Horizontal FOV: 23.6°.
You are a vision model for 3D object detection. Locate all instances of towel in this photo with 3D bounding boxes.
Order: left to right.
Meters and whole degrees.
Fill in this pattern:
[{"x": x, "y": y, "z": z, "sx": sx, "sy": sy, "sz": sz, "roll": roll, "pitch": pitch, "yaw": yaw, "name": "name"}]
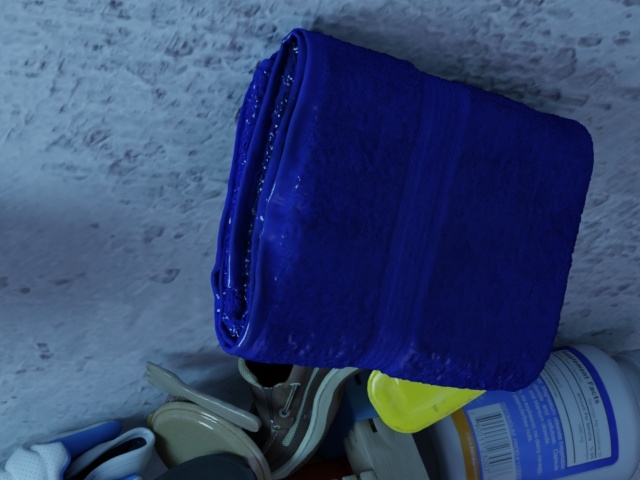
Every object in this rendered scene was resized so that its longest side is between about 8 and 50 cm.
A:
[{"x": 0.062, "y": -0.012, "z": 1.126, "sx": 0.308, "sy": 0.076, "sz": 0.227, "roll": 12, "pitch": 92, "yaw": -39, "name": "towel"}]

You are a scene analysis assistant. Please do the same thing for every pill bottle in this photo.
[{"x": 0.220, "y": 0.186, "z": 1.516, "sx": 0.272, "sy": 0.152, "sz": 0.152, "roll": -11, "pitch": 145, "yaw": -19, "name": "pill bottle"}]

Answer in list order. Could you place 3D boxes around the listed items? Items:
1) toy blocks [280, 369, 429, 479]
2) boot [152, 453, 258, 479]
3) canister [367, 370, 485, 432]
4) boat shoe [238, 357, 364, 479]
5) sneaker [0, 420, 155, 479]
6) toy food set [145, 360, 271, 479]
[{"x": 0.014, "y": 0.284, "z": 1.455, "sx": 0.191, "sy": 0.261, "sz": 0.381, "roll": -10, "pitch": 153, "yaw": -23, "name": "toy blocks"}, {"x": -0.122, "y": 0.318, "z": 1.374, "sx": 0.263, "sy": 0.091, "sz": 0.229, "roll": -50, "pitch": 153, "yaw": -4, "name": "boot"}, {"x": 0.110, "y": 0.100, "z": 1.324, "sx": 0.126, "sy": 0.073, "sz": 0.170, "roll": -33, "pitch": 180, "yaw": 13, "name": "canister"}, {"x": -0.029, "y": 0.110, "z": 1.328, "sx": 0.095, "sy": 0.095, "sz": 0.257, "roll": 13, "pitch": 128, "yaw": -23, "name": "boat shoe"}, {"x": -0.194, "y": 0.277, "z": 1.393, "sx": 0.236, "sy": 0.130, "sz": 0.323, "roll": -47, "pitch": 140, "yaw": 13, "name": "sneaker"}, {"x": -0.097, "y": 0.181, "z": 1.360, "sx": 0.038, "sy": 0.132, "sz": 0.192, "roll": -53, "pitch": 160, "yaw": -39, "name": "toy food set"}]
